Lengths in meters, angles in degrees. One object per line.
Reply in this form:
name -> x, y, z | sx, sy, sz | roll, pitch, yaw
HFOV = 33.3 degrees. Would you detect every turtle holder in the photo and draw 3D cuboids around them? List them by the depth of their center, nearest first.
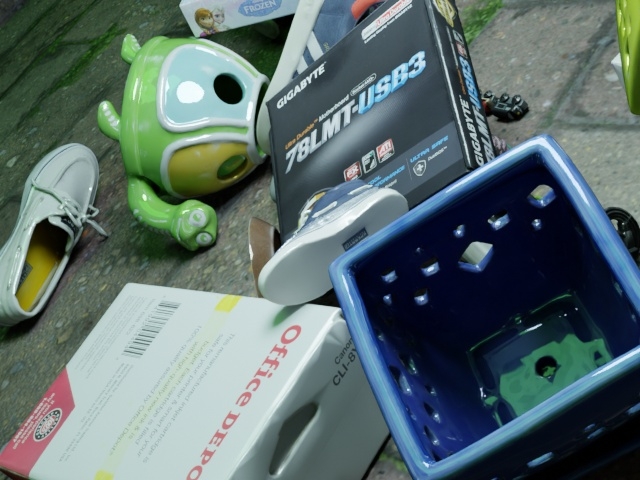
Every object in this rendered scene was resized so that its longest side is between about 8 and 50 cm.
turtle holder -> -0.202, -0.170, 1.654 | 0.227, 0.243, 0.320 | 4, 40, 12

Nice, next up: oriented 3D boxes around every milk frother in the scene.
milk frother -> 0.242, 0.002, 1.133 | 0.143, 0.129, 0.135 | -3, 32, -28

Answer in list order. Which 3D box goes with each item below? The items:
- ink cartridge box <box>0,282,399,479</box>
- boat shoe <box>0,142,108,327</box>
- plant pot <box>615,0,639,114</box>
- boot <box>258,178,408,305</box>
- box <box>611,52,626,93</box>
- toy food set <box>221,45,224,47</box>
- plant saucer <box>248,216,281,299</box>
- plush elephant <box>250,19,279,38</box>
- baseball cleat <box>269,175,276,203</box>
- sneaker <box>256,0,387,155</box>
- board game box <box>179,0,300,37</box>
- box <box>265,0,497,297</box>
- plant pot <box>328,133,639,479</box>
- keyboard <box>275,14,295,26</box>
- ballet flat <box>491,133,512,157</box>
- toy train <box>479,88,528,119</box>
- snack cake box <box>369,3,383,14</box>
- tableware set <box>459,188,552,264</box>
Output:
ink cartridge box -> -0.138, 0.211, 1.183 | 0.384, 0.160, 0.279 | 3, 50, 47
boat shoe -> -0.443, -0.022, 1.802 | 0.156, 0.136, 0.367 | -8, 46, 39
plant pot -> 0.426, -0.292, 1.134 | 0.228, 0.207, 0.227 | -6, 55, 17
boot -> 0.000, 0.000, 1.147 | 0.190, 0.069, 0.086 | -31, 29, -22
box -> 0.484, -0.296, 1.294 | 0.324, 0.067, 0.063 | -46, 33, -11
toy food set -> -0.176, -0.271, 1.917 | 0.111, 0.104, 0.232 | -45, 12, 14
plant saucer -> -0.055, 0.051, 1.310 | 0.029, 0.169, 0.168 | -12, 36, 4
plush elephant -> -0.118, -0.534, 2.014 | 0.330, 0.271, 0.255 | -53, 7, 33
baseball cleat -> 0.016, -0.124, 1.535 | 0.206, 0.072, 0.109 | -48, 33, -14
sneaker -> 0.015, -0.245, 1.550 | 0.131, 0.148, 0.350 | -68, 1, -49
board game box -> -0.033, -0.463, 1.681 | 0.318, 0.066, 0.318 | -9, 41, 22
box -> 0.062, -0.122, 1.288 | 0.295, 0.073, 0.293 | -33, 52, 35
plant pot -> 0.177, 0.092, 0.938 | 0.236, 0.212, 0.236 | -31, 52, 11
keyboard -> -0.021, -0.450, 1.856 | 0.100, 0.038, 0.192 | -34, -26, -58
ballet flat -> 0.150, -0.032, 1.265 | 0.221, 0.079, 0.077 | -45, 26, 25
toy train -> 0.218, -0.186, 1.457 | 0.158, 0.027, 0.036 | 21, 75, 53
snack cake box -> 0.116, -0.401, 1.707 | 0.089, 0.152, 0.264 | -19, 37, 27
tableware set -> 0.222, -0.003, 1.224 | 0.154, 0.024, 0.104 | -34, 33, 6
